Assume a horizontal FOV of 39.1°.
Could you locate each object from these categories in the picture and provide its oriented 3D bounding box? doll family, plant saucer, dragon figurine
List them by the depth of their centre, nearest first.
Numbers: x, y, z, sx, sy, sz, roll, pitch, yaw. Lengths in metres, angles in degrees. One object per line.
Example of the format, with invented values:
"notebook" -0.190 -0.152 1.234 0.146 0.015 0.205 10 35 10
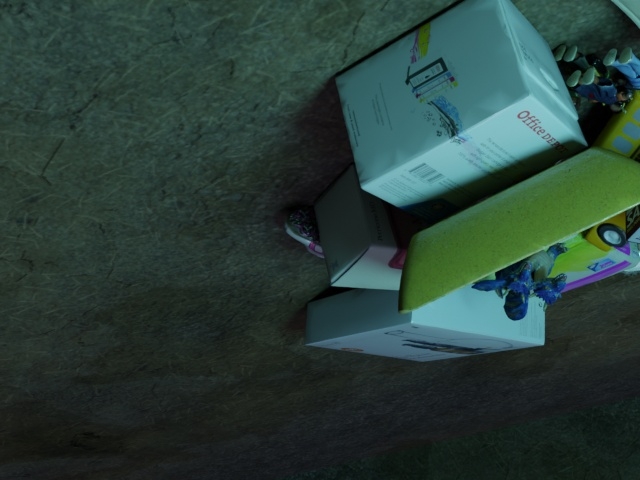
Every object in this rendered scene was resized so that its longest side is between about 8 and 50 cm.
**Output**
"plant saucer" 0.249 -0.029 1.144 0.333 0.081 0.333 -27 179 12
"doll family" 0.363 -0.202 1.155 0.111 0.193 0.076 30 90 -33
"dragon figurine" 0.293 0.064 1.379 0.085 0.144 0.289 39 155 -2

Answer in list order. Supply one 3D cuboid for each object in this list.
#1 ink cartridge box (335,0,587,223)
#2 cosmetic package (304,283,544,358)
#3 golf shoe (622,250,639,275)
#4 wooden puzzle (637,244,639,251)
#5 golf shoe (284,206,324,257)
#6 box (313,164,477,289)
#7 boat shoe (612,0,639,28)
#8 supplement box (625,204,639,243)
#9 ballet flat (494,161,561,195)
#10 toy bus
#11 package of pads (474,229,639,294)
"ink cartridge box" 0.171 -0.158 1.105 0.233 0.168 0.171 -27 150 28
"cosmetic package" 0.181 0.152 1.670 0.285 0.097 0.377 13 163 -26
"golf shoe" 0.633 -0.025 1.662 0.273 0.105 0.120 -19 138 3
"wooden puzzle" 0.654 -0.123 1.330 0.322 0.080 0.347 -32 157 -19
"golf shoe" 0.000 0.000 1.467 0.086 0.067 0.186 -28 149 33
"box" 0.128 -0.014 1.399 0.232 0.148 0.127 5 148 -31
"boat shoe" 0.388 -0.296 0.994 0.324 0.096 0.117 36 170 -37
"supplement box" 0.554 -0.033 1.219 0.240 0.073 0.130 11 152 -1
"ballet flat" 0.320 -0.101 1.354 0.123 0.123 0.348 -16 153 9
"toy bus" 0.464 -0.117 1.329 0.108 0.130 0.332 -50 168 -26
"package of pads" 0.387 0.029 1.624 0.297 0.101 0.229 -26 150 35
